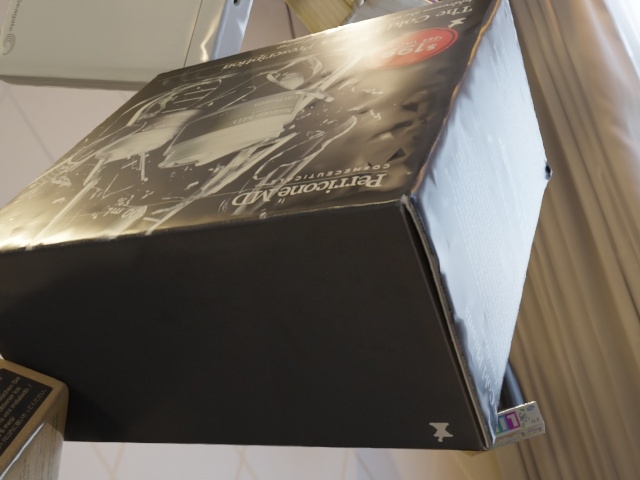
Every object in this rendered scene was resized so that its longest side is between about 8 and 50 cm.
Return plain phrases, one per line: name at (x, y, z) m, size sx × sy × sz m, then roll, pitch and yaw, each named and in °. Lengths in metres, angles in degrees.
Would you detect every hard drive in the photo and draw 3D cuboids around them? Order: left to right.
hard drive at (-0.234, -0.294, 0.927) m, size 0.353 × 0.233 × 0.047 m, roll 9°, pitch -9°, yaw 31°

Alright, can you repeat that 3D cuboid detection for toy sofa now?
toy sofa at (0.117, -0.469, 1.562) m, size 0.177 × 0.150 × 0.362 m, roll -48°, pitch -25°, yaw 27°

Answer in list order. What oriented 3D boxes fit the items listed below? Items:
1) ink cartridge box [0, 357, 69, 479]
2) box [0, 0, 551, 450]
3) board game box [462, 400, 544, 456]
ink cartridge box at (-0.262, 0.221, 0.522) m, size 0.088 × 0.193 × 0.235 m, roll 22°, pitch -56°, yaw 3°
box at (-0.028, -0.020, 0.590) m, size 0.343 × 0.312 × 0.179 m, roll -7°, pitch -58°, yaw 27°
board game box at (0.222, 0.235, 0.957) m, size 0.103 × 0.026 × 0.154 m, roll -21°, pitch -23°, yaw 9°
